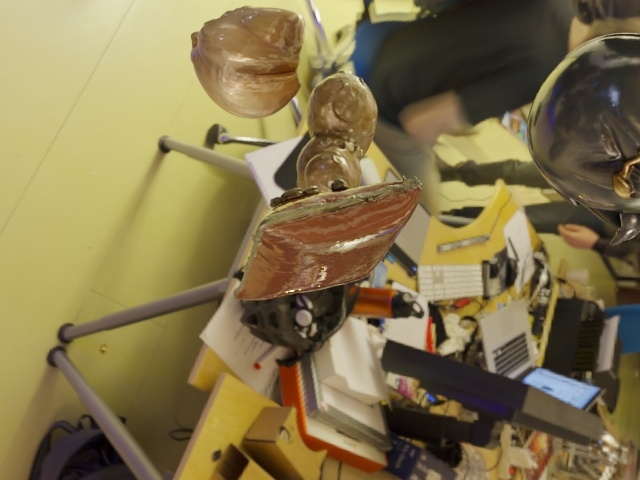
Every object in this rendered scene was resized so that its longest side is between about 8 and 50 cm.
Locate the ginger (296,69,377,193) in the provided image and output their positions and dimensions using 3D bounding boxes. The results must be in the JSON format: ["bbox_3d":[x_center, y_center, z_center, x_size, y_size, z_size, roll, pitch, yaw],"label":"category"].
[{"bbox_3d":[0.033,-0.188,1.275,0.245,0.155,0.304,96,3,-64],"label":"ginger"}]

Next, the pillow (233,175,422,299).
[{"bbox_3d":[0.000,0.000,0.605,0.171,0.179,0.075,-12,65,-21],"label":"pillow"}]

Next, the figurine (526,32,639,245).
[{"bbox_3d":[0.318,-0.076,0.540,0.175,0.264,0.197,-66,158,6],"label":"figurine"}]

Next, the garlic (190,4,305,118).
[{"bbox_3d":[-0.146,-0.338,1.157,0.110,0.227,0.217,-80,174,-54],"label":"garlic"}]
